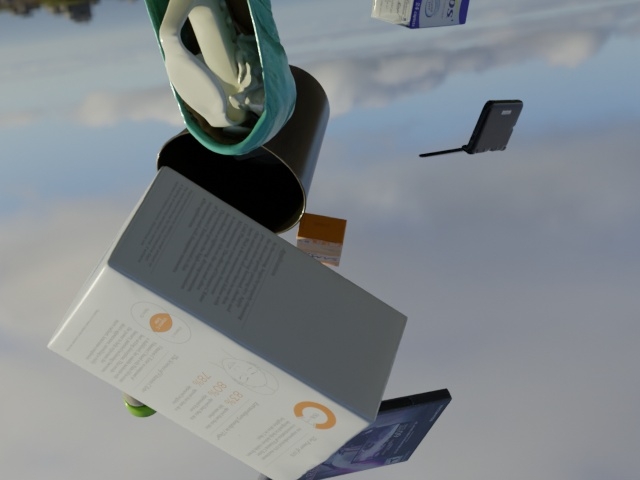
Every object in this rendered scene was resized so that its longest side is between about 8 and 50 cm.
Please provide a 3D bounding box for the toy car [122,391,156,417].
[{"bbox_3d":[-0.194,0.126,1.557,0.189,0.149,0.155,-21,150,-10],"label":"toy car"}]

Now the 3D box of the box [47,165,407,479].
[{"bbox_3d":[-0.109,0.109,1.385,0.215,0.345,0.168,-46,-164,46],"label":"box"}]

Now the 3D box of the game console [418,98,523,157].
[{"bbox_3d":[0.199,-0.147,1.535,0.071,0.107,0.122,29,-159,24],"label":"game console"}]

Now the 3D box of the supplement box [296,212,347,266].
[{"bbox_3d":[0.000,0.000,1.543,0.062,0.036,0.098,9,161,1],"label":"supplement box"}]

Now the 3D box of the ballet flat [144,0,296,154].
[{"bbox_3d":[-0.075,-0.157,0.691,0.083,0.247,0.087,-8,-149,20],"label":"ballet flat"}]

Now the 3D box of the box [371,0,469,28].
[{"bbox_3d":[0.144,-0.360,1.589,0.072,0.126,0.137,24,-154,34],"label":"box"}]

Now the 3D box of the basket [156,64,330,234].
[{"bbox_3d":[-0.082,-0.133,1.572,0.205,0.154,0.227,16,-142,9],"label":"basket"}]

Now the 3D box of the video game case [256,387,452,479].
[{"bbox_3d":[0.052,0.312,1.818,0.274,0.026,0.196,-7,144,-29],"label":"video game case"}]
